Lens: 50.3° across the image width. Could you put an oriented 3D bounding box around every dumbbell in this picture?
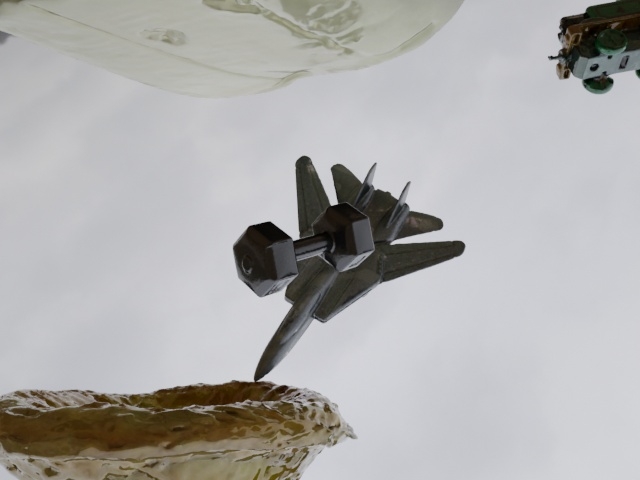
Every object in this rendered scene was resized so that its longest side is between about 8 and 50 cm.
[{"bbox_3d":[-0.009,0.004,0.384,0.083,0.040,0.036,-16,-170,-40],"label":"dumbbell"}]

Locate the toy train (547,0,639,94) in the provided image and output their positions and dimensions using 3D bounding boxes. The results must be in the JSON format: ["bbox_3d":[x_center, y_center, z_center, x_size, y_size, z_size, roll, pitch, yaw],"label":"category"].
[{"bbox_3d":[0.435,-0.296,0.985,0.228,0.091,0.136,-9,-123,1],"label":"toy train"}]

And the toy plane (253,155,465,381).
[{"bbox_3d":[0.009,0.042,0.718,0.212,0.088,0.267,30,-111,12],"label":"toy plane"}]

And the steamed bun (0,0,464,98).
[{"bbox_3d":[-0.100,-0.315,0.649,0.456,0.371,0.289,0,-94,31],"label":"steamed bun"}]

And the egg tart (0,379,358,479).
[{"bbox_3d":[-0.124,0.189,0.580,0.319,0.319,0.128,-8,-102,38],"label":"egg tart"}]
